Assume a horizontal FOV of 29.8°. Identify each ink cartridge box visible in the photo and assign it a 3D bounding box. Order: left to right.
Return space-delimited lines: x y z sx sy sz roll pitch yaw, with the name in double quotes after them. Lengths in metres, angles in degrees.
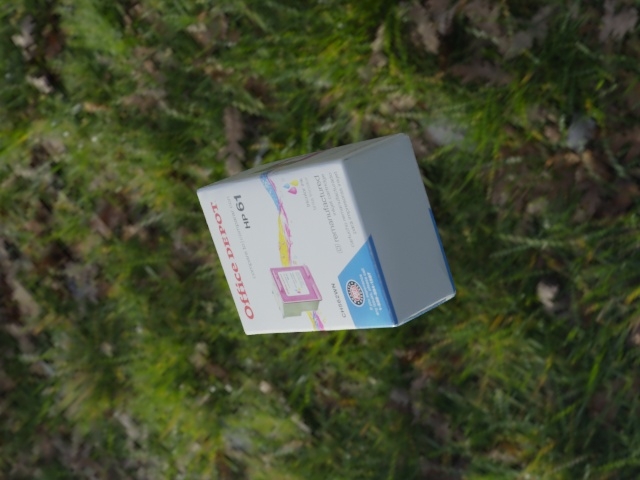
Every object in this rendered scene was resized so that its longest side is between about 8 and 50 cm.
0.000 0.000 0.632 0.122 0.052 0.088 -8 103 50 "ink cartridge box"
